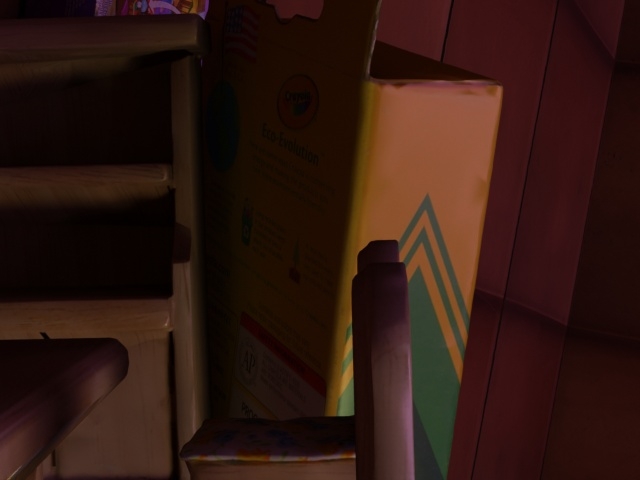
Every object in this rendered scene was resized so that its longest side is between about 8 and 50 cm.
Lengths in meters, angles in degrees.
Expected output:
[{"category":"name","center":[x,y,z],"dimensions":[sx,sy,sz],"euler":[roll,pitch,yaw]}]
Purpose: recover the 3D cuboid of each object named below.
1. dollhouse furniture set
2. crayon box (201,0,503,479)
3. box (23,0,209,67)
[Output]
[{"category":"dollhouse furniture set","center":[-0.147,0.019,0.593],"dimensions":[0.394,0.362,0.256],"euler":[-53,141,-86]},{"category":"crayon box","center":[0.000,0.000,0.757],"dimensions":[0.081,0.202,0.319],"euler":[-2,109,-27]},{"category":"box","center":[-0.132,-0.088,0.952],"dimensions":[0.201,0.057,0.293],"euler":[0,99,-67]}]
